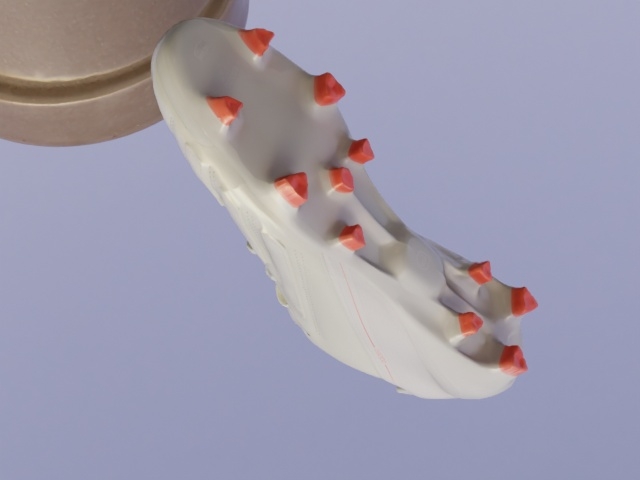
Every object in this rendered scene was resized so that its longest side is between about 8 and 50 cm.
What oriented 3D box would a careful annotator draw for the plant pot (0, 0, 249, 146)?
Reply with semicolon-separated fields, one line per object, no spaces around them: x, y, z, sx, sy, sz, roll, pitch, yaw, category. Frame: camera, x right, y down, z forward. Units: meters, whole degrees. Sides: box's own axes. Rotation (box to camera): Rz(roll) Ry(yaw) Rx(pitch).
-0.194;-0.236;1.003;0.263;0.229;0.263;-2;-123;4;plant pot

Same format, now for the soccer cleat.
0.000;0.000;0.513;0.076;0.196;0.068;-21;-144;41;soccer cleat
